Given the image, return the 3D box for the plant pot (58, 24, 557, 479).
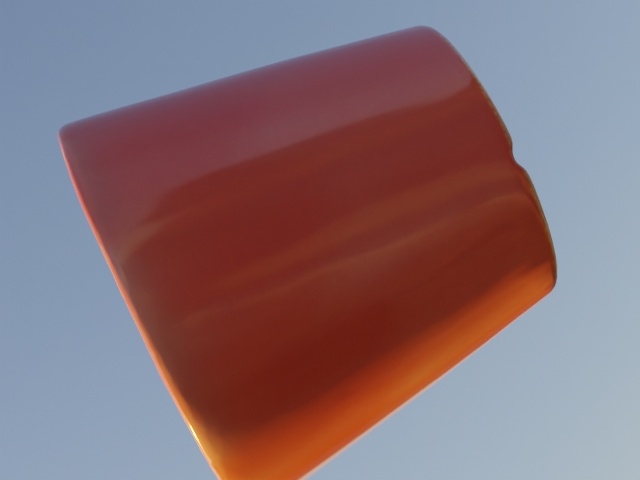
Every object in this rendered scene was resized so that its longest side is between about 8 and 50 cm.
[{"bbox_3d":[0.000,0.000,0.856,0.243,0.275,0.275,-26,-33,-4],"label":"plant pot"}]
